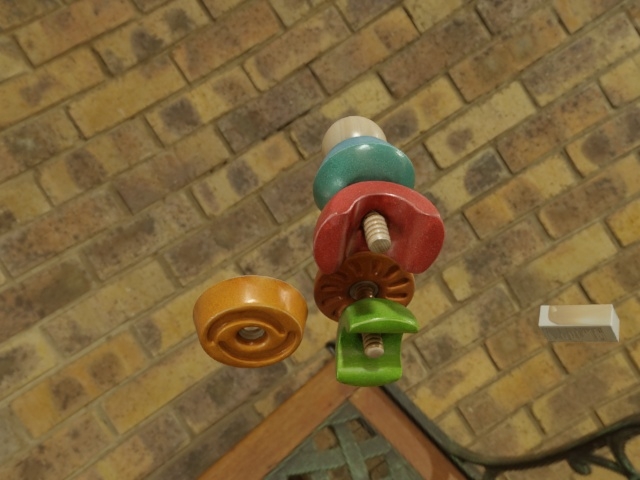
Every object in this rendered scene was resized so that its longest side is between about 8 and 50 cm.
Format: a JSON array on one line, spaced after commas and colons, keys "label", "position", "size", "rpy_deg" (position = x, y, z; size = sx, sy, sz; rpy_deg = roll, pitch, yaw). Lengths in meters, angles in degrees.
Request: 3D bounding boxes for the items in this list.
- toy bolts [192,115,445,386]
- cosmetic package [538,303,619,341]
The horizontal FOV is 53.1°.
[{"label": "toy bolts", "position": [0.000, 0.000, 0.584], "size": [0.218, 0.158, 0.229], "rpy_deg": [5, -48, -12]}, {"label": "cosmetic package", "position": [0.428, 0.137, 1.060], "size": [0.115, 0.060, 0.041], "rpy_deg": [-5, 53, 34]}]
